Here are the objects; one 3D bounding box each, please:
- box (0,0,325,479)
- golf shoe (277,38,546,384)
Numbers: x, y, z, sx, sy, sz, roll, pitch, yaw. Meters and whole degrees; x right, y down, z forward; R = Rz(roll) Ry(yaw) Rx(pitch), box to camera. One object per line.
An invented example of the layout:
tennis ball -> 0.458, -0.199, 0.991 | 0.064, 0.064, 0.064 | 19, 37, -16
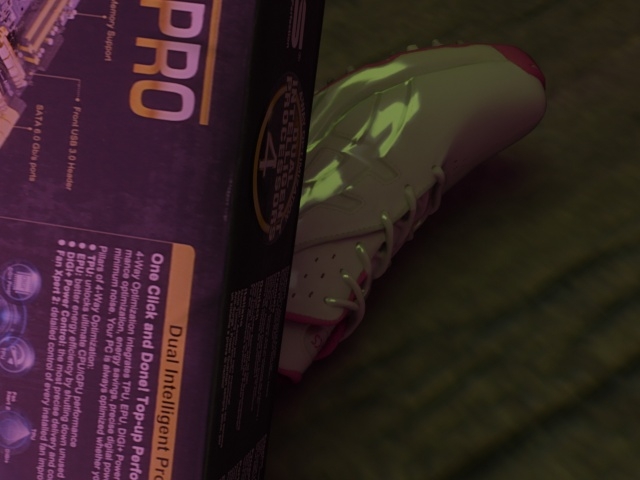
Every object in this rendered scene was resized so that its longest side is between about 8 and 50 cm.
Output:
box -> -0.175, 0.011, 0.450 | 0.318, 0.394, 0.097 | 9, 9, 14
golf shoe -> 0.000, 0.000, 0.602 | 0.306, 0.115, 0.140 | -26, 64, -7
